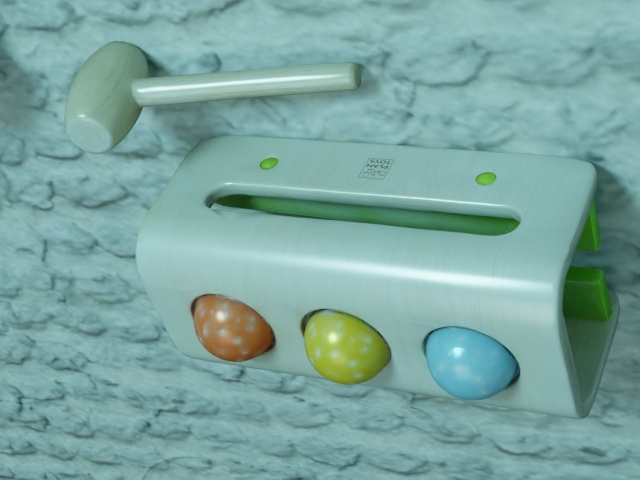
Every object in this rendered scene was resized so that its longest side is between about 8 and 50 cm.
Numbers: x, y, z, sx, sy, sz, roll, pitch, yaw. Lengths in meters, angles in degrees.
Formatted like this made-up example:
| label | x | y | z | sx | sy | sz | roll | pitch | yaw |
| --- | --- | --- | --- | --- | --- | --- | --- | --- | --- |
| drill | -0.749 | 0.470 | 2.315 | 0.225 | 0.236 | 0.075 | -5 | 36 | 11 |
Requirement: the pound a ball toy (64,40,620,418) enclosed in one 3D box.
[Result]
| label | x | y | z | sx | sy | sz | roll | pitch | yaw |
| --- | --- | --- | --- | --- | --- | --- | --- | --- | --- |
| pound a ball toy | 0.000 | 0.000 | 0.782 | 0.319 | 0.135 | 0.208 | 6 | 139 | 26 |
